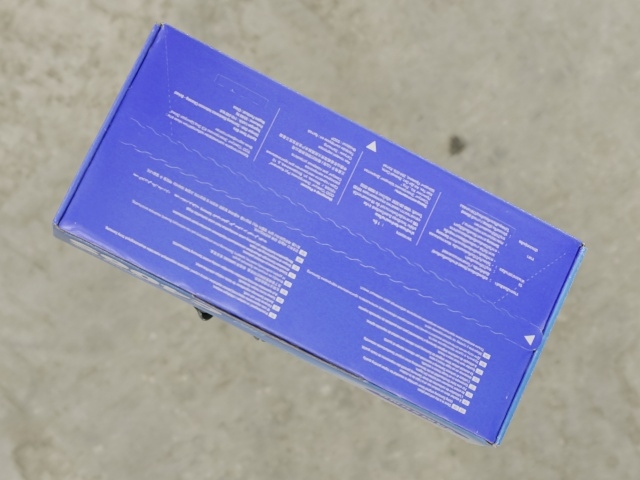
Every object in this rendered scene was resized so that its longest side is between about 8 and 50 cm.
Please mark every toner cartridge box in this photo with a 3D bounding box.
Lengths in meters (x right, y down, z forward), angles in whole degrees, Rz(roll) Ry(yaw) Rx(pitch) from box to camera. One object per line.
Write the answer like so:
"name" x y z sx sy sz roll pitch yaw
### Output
"toner cartridge box" 0.000 0.000 0.993 0.347 0.075 0.165 28 81 -7

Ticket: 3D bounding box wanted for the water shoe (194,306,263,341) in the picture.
"water shoe" -0.048 0.086 1.618 0.203 0.073 0.080 16 68 7
